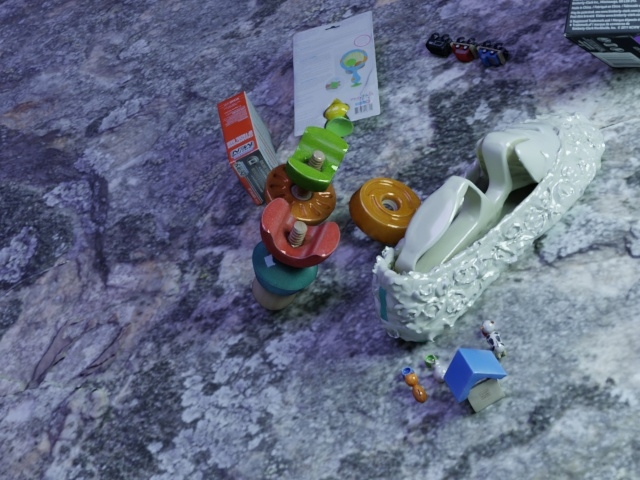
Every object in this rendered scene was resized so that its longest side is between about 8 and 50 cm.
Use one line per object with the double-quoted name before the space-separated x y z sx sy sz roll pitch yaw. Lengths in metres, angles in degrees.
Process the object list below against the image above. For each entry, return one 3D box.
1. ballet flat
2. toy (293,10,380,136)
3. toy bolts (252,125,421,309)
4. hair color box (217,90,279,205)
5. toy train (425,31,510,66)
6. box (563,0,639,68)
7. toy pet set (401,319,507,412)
"ballet flat" 0.208 -0.047 1.394 0.147 0.147 0.409 20 59 44
"toy" 0.028 -0.250 1.793 0.137 0.056 0.237 -14 46 14
"toy bolts" 0.000 0.000 1.516 0.218 0.158 0.228 29 46 3
"hair color box" -0.106 -0.141 1.729 0.053 0.093 0.167 -26 38 7
"toy train" 0.220 -0.289 1.734 0.158 0.027 0.036 20 63 45
"box" 0.432 -0.374 1.489 0.143 0.165 0.270 8 85 38
"toy pet set" 0.152 0.136 1.281 0.122 0.065 0.114 -30 38 1
